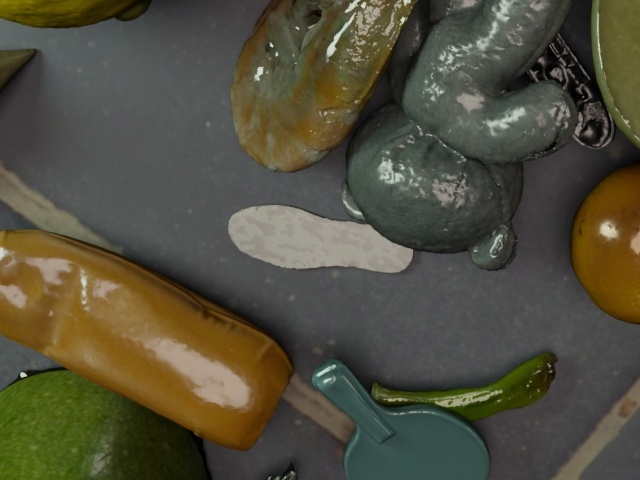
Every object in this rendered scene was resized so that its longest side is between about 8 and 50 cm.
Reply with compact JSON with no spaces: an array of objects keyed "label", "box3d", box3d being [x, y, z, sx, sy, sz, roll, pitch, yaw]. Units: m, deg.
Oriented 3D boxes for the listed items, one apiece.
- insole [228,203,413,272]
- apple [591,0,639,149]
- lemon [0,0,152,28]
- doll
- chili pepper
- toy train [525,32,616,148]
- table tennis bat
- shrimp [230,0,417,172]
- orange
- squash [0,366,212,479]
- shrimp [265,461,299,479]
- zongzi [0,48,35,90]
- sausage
[{"label":"insole","box3d":[0.000,0.000,1.142,0.193,0.006,0.065,6,101,4]},{"label":"apple","box3d":[0.418,-0.214,0.927,0.311,0.320,0.360,13,90,42]},{"label":"lemon","box3d":[-0.233,-0.346,0.942,0.364,0.364,0.364,1,101,5]},{"label":"doll","box3d":[0.147,-0.137,1.020,0.246,0.158,0.340,35,115,38]},{"label":"chili pepper","box3d":[0.147,0.160,1.140,0.201,0.050,0.052,-9,134,5]},{"label":"toy train","box3d":[0.207,-0.188,1.063,0.052,0.051,0.234,-35,95,11]},{"label":"table tennis bat","box3d":[0.074,0.204,1.128,0.149,0.038,0.237,-33,116,21]},{"label":"shrimp","box3d":[0.006,-0.201,1.024,0.168,0.077,0.317,51,123,29]},{"label":"orange","box3d":[0.309,0.000,1.048,0.159,0.136,0.159,-4,111,-11]},{"label":"squash","box3d":[-0.276,0.310,1.073,0.310,0.309,0.310,1,101,6]},{"label":"shrimp","box3d":[-0.054,0.392,1.196,0.164,0.062,0.317,19,106,-3]},{"label":"zongzi","box3d":[-0.405,-0.115,1.138,0.094,0.204,0.205,51,139,12]},{"label":"sausage","box3d":[-0.200,0.087,1.123,0.354,0.116,0.134,28,116,3]}]
